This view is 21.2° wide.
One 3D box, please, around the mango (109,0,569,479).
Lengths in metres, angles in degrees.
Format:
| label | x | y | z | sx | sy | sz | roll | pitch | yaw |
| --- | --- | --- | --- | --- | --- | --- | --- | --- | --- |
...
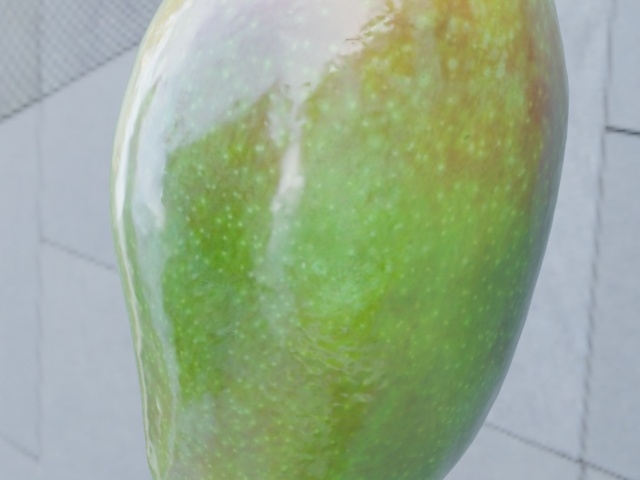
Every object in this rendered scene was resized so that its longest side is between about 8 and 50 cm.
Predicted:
| label | x | y | z | sx | sy | sz | roll | pitch | yaw |
| --- | --- | --- | --- | --- | --- | --- | --- | --- | --- |
| mango | 0.000 | 0.000 | 0.859 | 0.201 | 0.225 | 0.382 | 33 | 115 | 49 |
